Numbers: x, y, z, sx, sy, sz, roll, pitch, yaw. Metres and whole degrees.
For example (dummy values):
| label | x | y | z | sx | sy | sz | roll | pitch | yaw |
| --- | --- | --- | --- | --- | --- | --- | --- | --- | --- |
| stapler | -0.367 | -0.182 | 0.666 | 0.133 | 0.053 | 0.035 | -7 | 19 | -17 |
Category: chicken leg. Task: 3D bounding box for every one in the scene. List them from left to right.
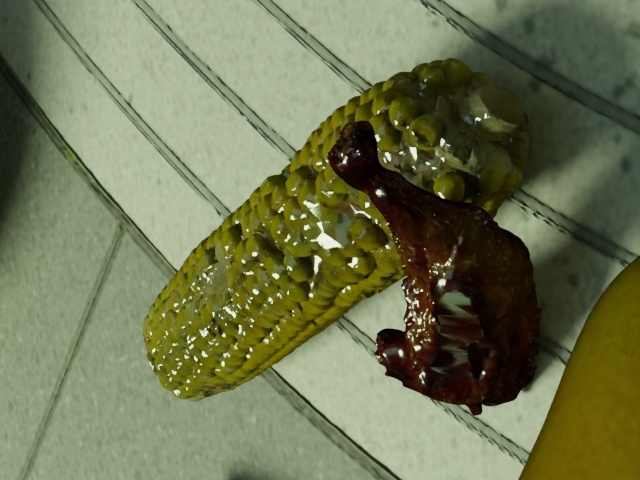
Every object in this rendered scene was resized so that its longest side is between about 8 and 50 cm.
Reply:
| label | x | y | z | sx | sy | sz | roll | pitch | yaw |
| --- | --- | --- | --- | --- | --- | --- | --- | --- | --- |
| chicken leg | 0.062 | 0.024 | 0.831 | 0.089 | 0.219 | 0.048 | -4 | 52 | 11 |

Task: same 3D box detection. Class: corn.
| label | x | y | z | sx | sy | sz | roll | pitch | yaw |
| --- | --- | --- | --- | --- | --- | --- | --- | --- | --- |
| corn | 0.000 | 0.000 | 0.930 | 0.320 | 0.097 | 0.097 | -39 | 68 | 44 |

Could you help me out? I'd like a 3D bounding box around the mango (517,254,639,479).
| label | x | y | z | sx | sy | sz | roll | pitch | yaw |
| --- | --- | --- | --- | --- | --- | --- | --- | --- | --- |
| mango | 0.168 | 0.153 | 0.728 | 0.211 | 0.173 | 0.317 | 9 | 91 | 51 |
